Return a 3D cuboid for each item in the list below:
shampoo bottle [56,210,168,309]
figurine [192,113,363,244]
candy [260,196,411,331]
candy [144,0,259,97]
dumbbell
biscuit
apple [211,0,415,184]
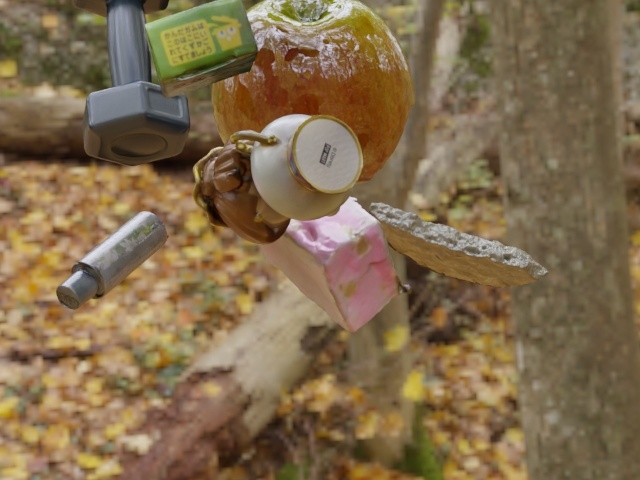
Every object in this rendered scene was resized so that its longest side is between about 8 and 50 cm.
[{"bbox_3d":[-0.316,0.032,2.084,0.072,0.072,0.214,-5,26,36],"label":"shampoo bottle"},{"bbox_3d":[-0.059,-0.080,1.780,0.189,0.142,0.263,34,-27,-22],"label":"figurine"},{"bbox_3d":[0.000,0.000,1.982,0.116,0.155,0.265,-36,40,-13],"label":"candy"},{"bbox_3d":[-0.117,-0.185,1.339,0.097,0.062,0.194,-20,3,-5],"label":"candy"},{"bbox_3d":[-0.270,-0.271,1.945,0.143,0.316,0.156,-2,-22,-16],"label":"dumbbell"},{"bbox_3d":[0.204,0.023,2.129,0.290,0.038,0.141,18,-24,2],"label":"biscuit"},{"bbox_3d":[-0.010,-0.250,2.287,0.339,0.339,0.339,-4,-2,0],"label":"apple"}]
